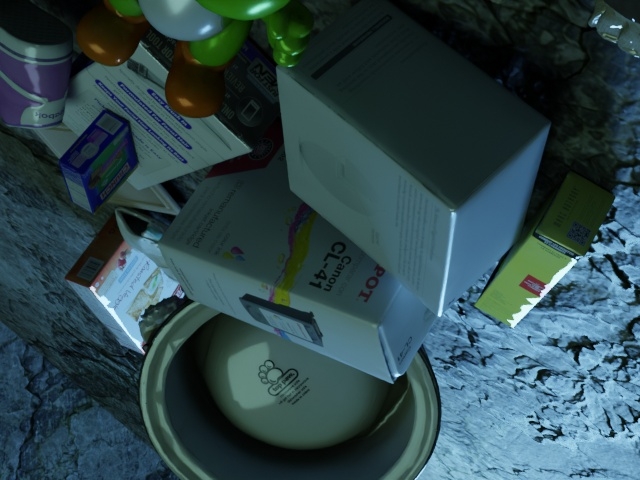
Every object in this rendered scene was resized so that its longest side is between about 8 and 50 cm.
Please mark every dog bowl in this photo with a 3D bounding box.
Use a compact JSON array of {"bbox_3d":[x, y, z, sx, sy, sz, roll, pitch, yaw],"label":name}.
[{"bbox_3d":[-0.036,0.193,1.500,0.408,0.150,0.407,3,118,6],"label":"dog bowl"}]

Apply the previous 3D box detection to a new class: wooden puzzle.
[{"bbox_3d":[-0.338,-0.125,1.700,0.221,0.044,0.238,10,152,42],"label":"wooden puzzle"}]

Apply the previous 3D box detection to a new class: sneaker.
[{"bbox_3d":[-0.409,-0.237,1.359,0.282,0.102,0.161,44,139,35],"label":"sneaker"},{"bbox_3d":[-0.257,0.007,1.788,0.212,0.080,0.094,25,162,21],"label":"sneaker"}]

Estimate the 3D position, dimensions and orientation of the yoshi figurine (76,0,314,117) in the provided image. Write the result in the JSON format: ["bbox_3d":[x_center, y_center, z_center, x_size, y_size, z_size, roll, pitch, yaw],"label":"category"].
[{"bbox_3d":[-0.104,-0.223,0.934,0.362,0.204,0.203,-39,72,57],"label":"yoshi figurine"}]

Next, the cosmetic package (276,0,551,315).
[{"bbox_3d":[0.087,-0.081,1.066,0.225,0.138,0.224,43,161,21],"label":"cosmetic package"}]

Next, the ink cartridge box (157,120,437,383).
[{"bbox_3d":[0.000,0.000,1.277,0.306,0.226,0.131,18,151,28],"label":"ink cartridge box"}]

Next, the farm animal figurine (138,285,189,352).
[{"bbox_3d":[-0.064,0.122,1.648,0.330,0.172,0.327,39,115,-13],"label":"farm animal figurine"}]

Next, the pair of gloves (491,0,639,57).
[{"bbox_3d":[0.192,-0.236,0.812,0.240,0.042,0.204,27,159,19],"label":"pair of gloves"}]

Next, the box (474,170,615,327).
[{"bbox_3d":[0.239,0.016,1.183,0.058,0.087,0.232,31,155,4],"label":"box"}]

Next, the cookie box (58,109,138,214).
[{"bbox_3d":[-0.275,-0.096,1.343,0.040,0.091,0.107,32,157,11],"label":"cookie box"}]

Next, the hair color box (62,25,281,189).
[{"bbox_3d":[-0.198,-0.179,1.332,0.185,0.110,0.339,44,156,-21],"label":"hair color box"}]

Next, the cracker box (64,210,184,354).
[{"bbox_3d":[-0.343,0.080,1.950,0.067,0.155,0.232,18,153,30],"label":"cracker box"}]
